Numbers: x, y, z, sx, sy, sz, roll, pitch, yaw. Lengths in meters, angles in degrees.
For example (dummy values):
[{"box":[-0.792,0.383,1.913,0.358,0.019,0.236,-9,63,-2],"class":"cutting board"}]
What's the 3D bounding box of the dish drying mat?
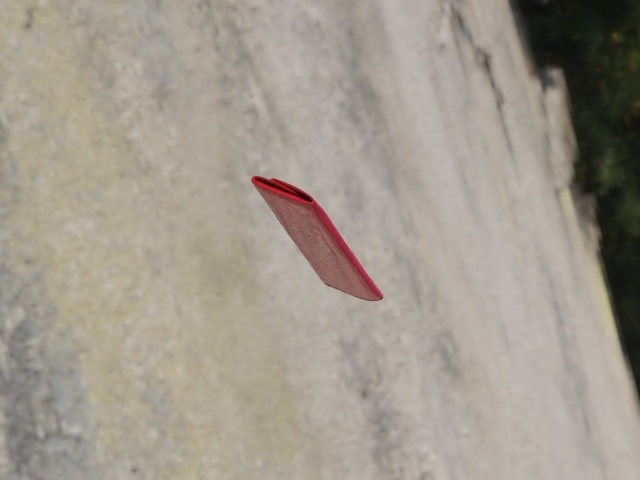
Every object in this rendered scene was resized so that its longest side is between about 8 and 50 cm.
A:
[{"box":[0.000,0.000,0.616,0.008,0.032,0.083,-56,146,-16],"class":"dish drying mat"}]
